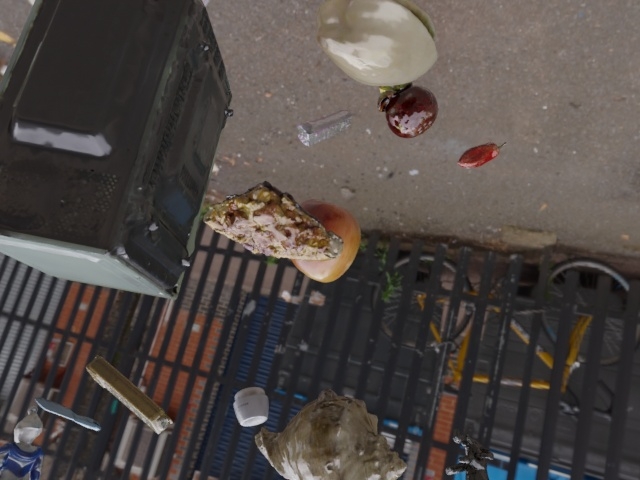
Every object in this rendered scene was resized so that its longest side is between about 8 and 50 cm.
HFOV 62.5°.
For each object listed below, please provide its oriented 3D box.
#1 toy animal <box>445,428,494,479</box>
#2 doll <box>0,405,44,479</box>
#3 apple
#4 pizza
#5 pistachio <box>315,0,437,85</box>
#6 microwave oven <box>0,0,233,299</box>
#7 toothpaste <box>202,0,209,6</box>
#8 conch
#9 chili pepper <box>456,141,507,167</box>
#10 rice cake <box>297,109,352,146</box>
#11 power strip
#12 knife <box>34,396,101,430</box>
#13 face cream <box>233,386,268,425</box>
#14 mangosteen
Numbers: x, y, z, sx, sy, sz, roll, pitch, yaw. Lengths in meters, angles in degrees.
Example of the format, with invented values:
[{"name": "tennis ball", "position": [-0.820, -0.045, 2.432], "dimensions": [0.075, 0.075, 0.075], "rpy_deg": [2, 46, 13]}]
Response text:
[{"name": "toy animal", "position": [0.466, 0.719, 1.648], "dimensions": [0.146, 0.245, 0.114], "rpy_deg": [12, 158, -34]}, {"name": "doll", "position": [-0.585, 0.437, 1.014], "dimensions": [0.057, 0.227, 0.114], "rpy_deg": [-8, 148, 35]}, {"name": "apple", "position": [0.000, 0.000, 1.653], "dimensions": [0.242, 0.241, 0.242], "rpy_deg": [21, -178, -1]}, {"name": "pizza", "position": [-0.134, -0.037, 1.436], "dimensions": [0.408, 0.114, 0.278], "rpy_deg": [16, 150, 5]}, {"name": "pistachio", "position": [0.131, -0.456, 1.181], "dimensions": [0.332, 0.208, 0.226], "rpy_deg": [14, 154, -40]}, {"name": "microwave oven", "position": [-0.258, -0.125, 0.705], "dimensions": [0.218, 0.355, 0.286], "rpy_deg": [11, 162, 3]}, {"name": "toothpaste", "position": [-0.254, -0.497, 1.075], "dimensions": [0.067, 0.043, 0.194], "rpy_deg": [15, 132, -38]}, {"name": "conch", "position": [0.030, 0.390, 1.018], "dimensions": [0.324, 0.186, 0.263], "rpy_deg": [15, 166, 40]}, {"name": "chili pepper", "position": [0.457, -0.244, 1.500], "dimensions": [0.191, 0.059, 0.050], "rpy_deg": [-22, -167, -24]}, {"name": "rice cake", "position": [0.014, -0.288, 1.322], "dimensions": [0.055, 0.049, 0.270], "rpy_deg": [32, -148, 13]}, {"name": "power strip", "position": [-0.452, 0.352, 1.220], "dimensions": [0.305, 0.044, 0.064], "rpy_deg": [25, 140, 32]}, {"name": "knife", "position": [-0.718, 0.499, 1.516], "dimensions": [0.044, 0.019, 0.313], "rpy_deg": [55, 171, 32]}, {"name": "face cream", "position": [-0.230, 0.555, 1.762], "dimensions": [0.117, 0.104, 0.117], "rpy_deg": [-11, 147, -7]}, {"name": "mangosteen", "position": [0.239, -0.375, 1.439], "dimensions": [0.145, 0.181, 0.156], "rpy_deg": [-22, 170, 29]}]
